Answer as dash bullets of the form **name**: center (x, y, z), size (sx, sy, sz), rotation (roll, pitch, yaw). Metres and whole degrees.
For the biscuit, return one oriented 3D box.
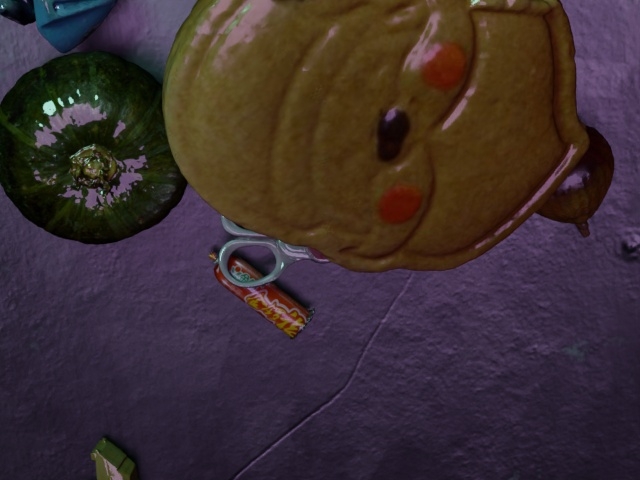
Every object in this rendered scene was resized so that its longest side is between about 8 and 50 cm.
- **biscuit**: center (0.067, -0.122, 1.091), size (0.455, 0.078, 0.350), rotation (7, 123, -21)

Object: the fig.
- **fig**: center (0.289, -0.075, 1.264), size (0.119, 0.153, 0.119), rotation (-8, 75, 29)

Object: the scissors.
- **scissors**: center (0.000, 0.000, 1.303), size (0.242, 0.030, 0.118), rotation (2, 84, -5)

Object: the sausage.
- **sausage**: center (-0.077, 0.060, 1.325), size (0.145, 0.048, 0.050), rotation (39, 142, -10)

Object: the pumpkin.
- **pumpkin**: center (-0.254, -0.103, 1.218), size (0.223, 0.157, 0.224), rotation (-6, 116, -13)

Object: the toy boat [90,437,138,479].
- **toy boat**: center (-0.276, 0.355, 1.417), size (0.077, 0.057, 0.200), rotation (0, 108, 7)

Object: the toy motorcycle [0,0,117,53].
- **toy motorcycle**: center (-0.380, -0.318, 1.138), size (0.416, 0.172, 0.232), rotation (1, 102, -9)
